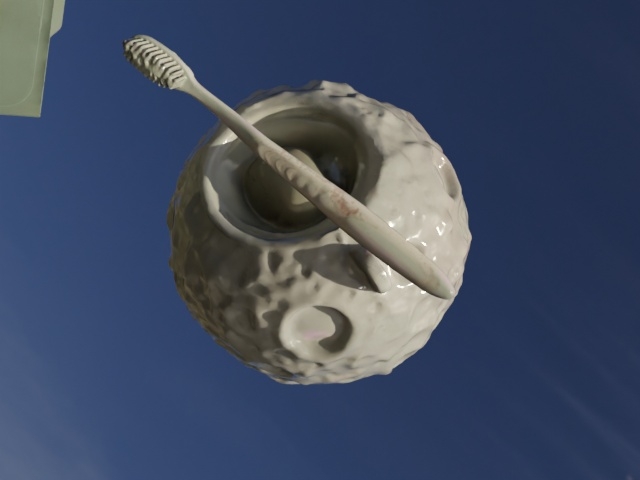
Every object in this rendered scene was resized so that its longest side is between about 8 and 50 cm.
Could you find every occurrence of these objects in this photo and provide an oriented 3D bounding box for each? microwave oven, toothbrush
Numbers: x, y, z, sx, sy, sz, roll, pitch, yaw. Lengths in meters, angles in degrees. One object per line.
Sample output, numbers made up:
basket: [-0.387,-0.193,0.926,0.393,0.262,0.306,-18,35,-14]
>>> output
microwave oven: [-0.305,-0.227,0.892,0.122,0.162,0.208,-121,-140,-48]
toothbrush: [-0.024,-0.053,0.762,0.307,0.029,0.025,38,-68,2]

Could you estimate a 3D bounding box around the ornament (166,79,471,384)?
ornament: [0.000,0.000,1.161,0.337,0.337,0.337,23,-51,33]
